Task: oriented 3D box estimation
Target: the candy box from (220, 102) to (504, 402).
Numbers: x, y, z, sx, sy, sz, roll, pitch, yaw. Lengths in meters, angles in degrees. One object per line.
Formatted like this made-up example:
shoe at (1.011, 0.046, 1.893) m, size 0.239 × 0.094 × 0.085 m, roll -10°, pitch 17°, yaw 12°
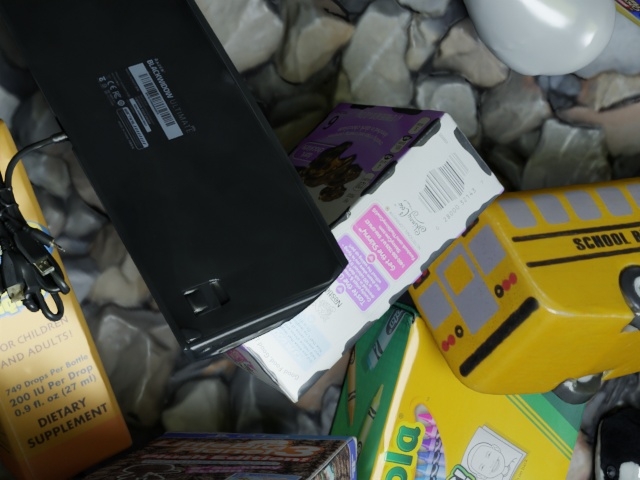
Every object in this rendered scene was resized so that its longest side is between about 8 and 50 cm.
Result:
candy box at (0.000, 0.000, 0.939) m, size 0.196 × 0.165 × 0.070 m, roll -45°, pitch 112°, yaw -12°

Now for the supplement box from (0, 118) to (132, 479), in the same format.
supplement box at (-0.203, 0.039, 0.903) m, size 0.078 × 0.080 × 0.233 m, roll -26°, pitch 105°, yaw -21°

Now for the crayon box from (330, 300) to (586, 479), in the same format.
crayon box at (0.086, 0.195, 1.053) m, size 0.165 × 0.081 × 0.278 m, roll 14°, pitch 92°, yaw -25°

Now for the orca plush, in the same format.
orca plush at (0.298, 0.280, 1.151) m, size 0.151 × 0.102 × 0.287 m, roll -8°, pitch 101°, yaw -23°

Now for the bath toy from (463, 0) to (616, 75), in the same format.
bath toy at (0.200, -0.289, 1.001) m, size 0.129 × 0.151 × 0.348 m, roll 27°, pitch 93°, yaw -35°

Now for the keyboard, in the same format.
keyboard at (-0.136, -0.065, 0.848) m, size 0.201 × 0.033 × 0.317 m, roll -22°, pitch 69°, yaw -25°

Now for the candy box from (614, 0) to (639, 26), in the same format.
candy box at (0.390, -0.166, 1.006) m, size 0.268 × 0.317 × 0.122 m, roll 28°, pitch 88°, yaw -24°

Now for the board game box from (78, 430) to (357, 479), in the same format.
board game box at (-0.069, 0.251, 0.851) m, size 0.141 × 0.291 × 0.232 m, roll 0°, pitch 90°, yaw 10°

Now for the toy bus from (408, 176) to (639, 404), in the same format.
toy bus at (0.230, 0.028, 1.035) m, size 0.332 × 0.108 × 0.130 m, roll -8°, pitch 58°, yaw -39°
